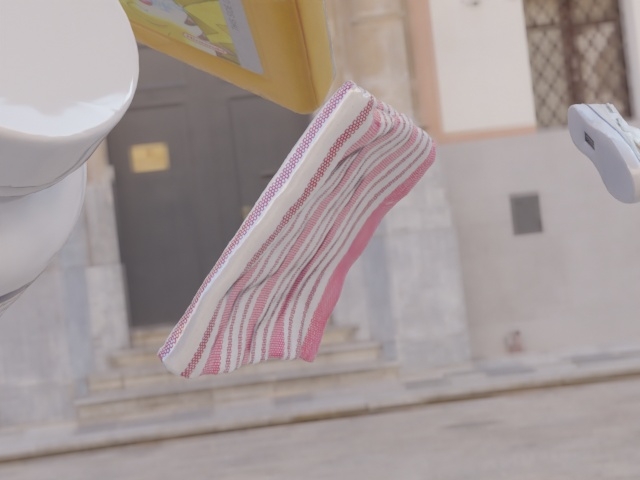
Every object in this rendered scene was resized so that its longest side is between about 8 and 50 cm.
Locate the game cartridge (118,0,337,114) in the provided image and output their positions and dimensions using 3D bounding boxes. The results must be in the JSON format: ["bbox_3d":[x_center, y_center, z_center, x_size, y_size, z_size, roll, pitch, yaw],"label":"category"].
[{"bbox_3d":[-0.134,-0.216,0.941,0.285,0.052,0.323,25,-12,13],"label":"game cartridge"}]

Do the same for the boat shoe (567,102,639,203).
[{"bbox_3d":[0.175,-0.054,0.801,0.035,0.035,0.100,-11,28,-6],"label":"boat shoe"}]

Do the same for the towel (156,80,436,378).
[{"bbox_3d":[0.000,0.000,0.656,0.029,0.144,0.197,34,6,12],"label":"towel"}]

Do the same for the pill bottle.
[{"bbox_3d":[-0.140,-0.016,0.437,0.112,0.112,0.187,-7,-25,-45],"label":"pill bottle"}]
